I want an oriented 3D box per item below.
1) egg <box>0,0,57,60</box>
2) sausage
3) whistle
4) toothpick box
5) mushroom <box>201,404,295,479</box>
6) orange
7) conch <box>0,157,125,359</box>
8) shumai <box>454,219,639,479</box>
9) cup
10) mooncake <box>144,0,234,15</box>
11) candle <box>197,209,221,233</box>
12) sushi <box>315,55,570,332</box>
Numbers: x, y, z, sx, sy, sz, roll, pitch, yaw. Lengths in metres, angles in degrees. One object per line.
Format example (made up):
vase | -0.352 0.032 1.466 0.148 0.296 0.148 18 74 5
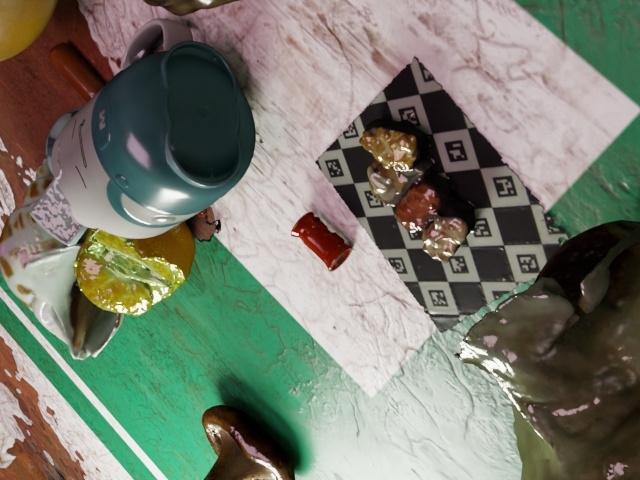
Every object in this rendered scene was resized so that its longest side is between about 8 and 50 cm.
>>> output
egg | -0.546 -0.402 1.179 0.351 0.282 0.283 6 121 46
sausage | -0.399 -0.273 1.314 0.131 0.039 0.041 48 138 8
whistle | -0.391 -0.117 1.298 0.163 0.163 0.290 41 102 16
toothpick box | 0.000 0.000 1.102 0.083 0.047 0.047 43 139 15
mushroom | -0.183 0.428 1.454 0.227 0.217 0.148 33 137 25
orange | -0.302 0.018 1.328 0.179 0.158 0.237 34 139 -6
conch | -0.478 0.028 1.490 0.249 0.197 0.368 -4 113 23
shumai | 0.321 0.137 0.711 0.348 0.395 0.395 65 145 22
cup | -0.228 -0.164 1.106 0.257 0.219 0.290 -22 69 50
mooncake | -0.148 -0.400 0.877 0.290 0.161 0.290 25 134 29
candle | -0.219 -0.072 1.293 0.167 0.021 0.026 43 166 12
sushi | 0.122 -0.032 0.954 0.290 0.050 0.264 52 141 3
